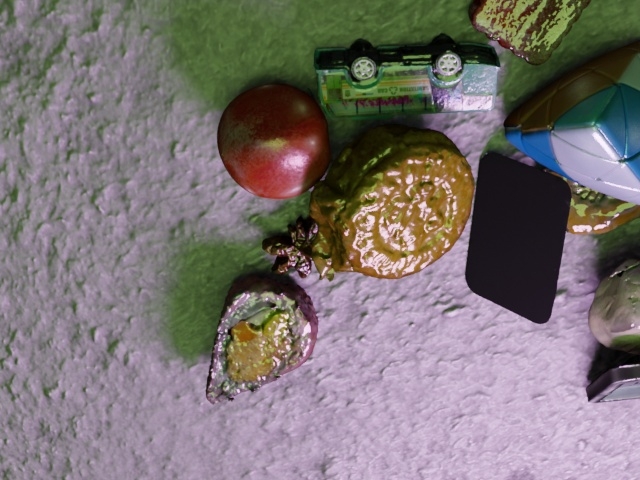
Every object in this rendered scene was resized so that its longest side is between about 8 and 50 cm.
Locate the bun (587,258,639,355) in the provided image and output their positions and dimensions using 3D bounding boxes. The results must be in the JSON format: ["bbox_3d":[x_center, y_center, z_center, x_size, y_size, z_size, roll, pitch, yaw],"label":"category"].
[{"bbox_3d":[0.533,0.097,1.525,0.239,0.141,0.239,-2,156,-1],"label":"bun"}]

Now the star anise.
[{"bbox_3d":[0.000,0.000,1.533,0.190,0.070,0.097,-32,110,11],"label":"star anise"}]

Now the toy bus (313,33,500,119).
[{"bbox_3d":[0.122,-0.233,1.401,0.261,0.091,0.109,-2,124,3],"label":"toy bus"}]

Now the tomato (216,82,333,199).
[{"bbox_3d":[-0.070,-0.144,1.404,0.167,0.167,0.167,0,118,0],"label":"tomato"}]

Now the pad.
[{"bbox_3d":[0.372,0.018,1.472,0.323,0.055,0.250,15,120,21],"label":"pad"}]

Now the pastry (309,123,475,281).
[{"bbox_3d":[0.106,-0.054,1.417,0.235,0.132,0.240,-21,123,-27],"label":"pastry"}]

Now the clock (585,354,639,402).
[{"bbox_3d":[0.577,0.209,1.564,0.273,0.279,0.049,-7,73,3],"label":"clock"}]

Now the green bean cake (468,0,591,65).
[{"bbox_3d":[0.290,-0.329,1.366,0.135,0.056,0.135,29,113,-14],"label":"green bean cake"}]

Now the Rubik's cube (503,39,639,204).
[{"bbox_3d":[0.432,-0.165,1.394,0.254,0.254,0.255,0,118,0],"label":"Rubik's cube"}]

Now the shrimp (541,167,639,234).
[{"bbox_3d":[0.447,-0.105,1.489,0.253,0.058,0.173,-32,105,17],"label":"shrimp"}]

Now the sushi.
[{"bbox_3d":[-0.092,0.169,1.594,0.161,0.107,0.241,13,111,-5],"label":"sushi"}]
